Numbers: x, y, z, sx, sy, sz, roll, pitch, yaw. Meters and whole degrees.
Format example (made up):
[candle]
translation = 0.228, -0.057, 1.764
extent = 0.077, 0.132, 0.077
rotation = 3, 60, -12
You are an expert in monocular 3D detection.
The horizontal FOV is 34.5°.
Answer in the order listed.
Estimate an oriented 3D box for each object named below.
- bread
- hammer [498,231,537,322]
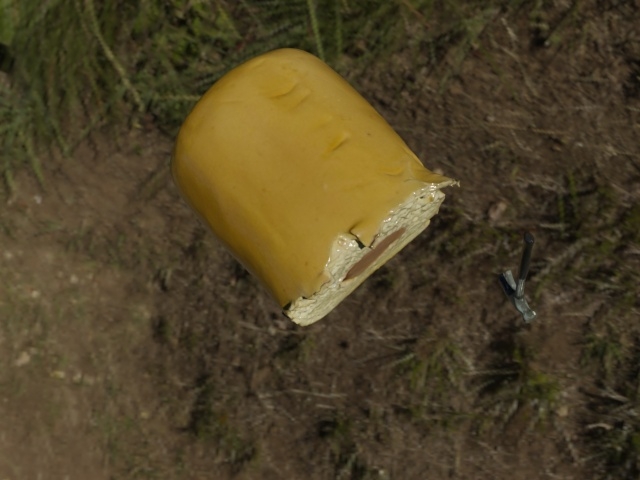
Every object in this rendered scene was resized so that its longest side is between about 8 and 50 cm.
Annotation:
[bread]
translation = -0.014, -0.042, 0.650
extent = 0.134, 0.085, 0.173
rotation = -42, 67, -7
[hammer]
translation = 0.368, 0.053, 1.891
extent = 0.029, 0.246, 0.103
rotation = -25, 58, -10
